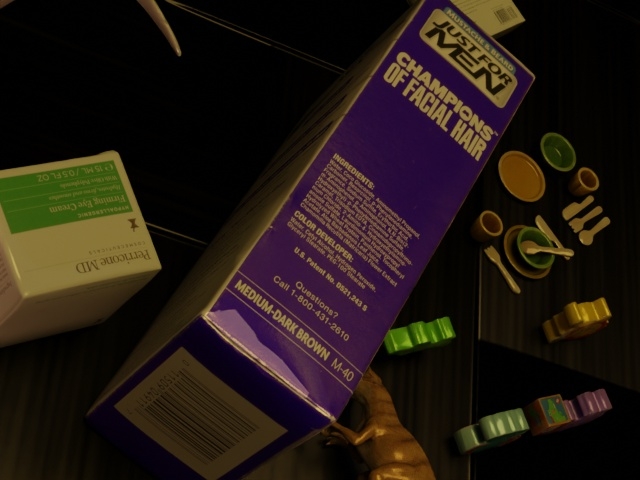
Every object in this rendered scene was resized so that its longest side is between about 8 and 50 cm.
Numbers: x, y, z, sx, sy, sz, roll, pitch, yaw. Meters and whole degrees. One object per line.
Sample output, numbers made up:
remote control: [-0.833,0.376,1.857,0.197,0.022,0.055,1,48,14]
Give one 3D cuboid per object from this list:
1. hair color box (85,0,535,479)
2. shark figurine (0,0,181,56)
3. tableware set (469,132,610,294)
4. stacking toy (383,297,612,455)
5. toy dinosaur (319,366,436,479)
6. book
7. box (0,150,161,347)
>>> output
hair color box: [0.000,0.000,0.987,0.110,0.185,0.339,39,51,-9]
shark figurine: [-0.226,-0.141,0.957,0.166,0.278,0.116,-89,165,-61]
tableware set: [0.181,-0.029,1.222,0.154,0.024,0.104,-31,84,-39]
stacking toy: [0.156,0.136,1.104,0.221,0.052,0.167,-5,67,-32]
toy dinosaur: [0.055,0.169,0.984,0.112,0.064,0.211,-19,62,-24]
book: [0.108,-0.234,1.282,0.096,0.035,0.144,-28,82,-42]
box: [-0.175,0.008,0.925,0.101,0.102,0.087,-12,74,-38]
